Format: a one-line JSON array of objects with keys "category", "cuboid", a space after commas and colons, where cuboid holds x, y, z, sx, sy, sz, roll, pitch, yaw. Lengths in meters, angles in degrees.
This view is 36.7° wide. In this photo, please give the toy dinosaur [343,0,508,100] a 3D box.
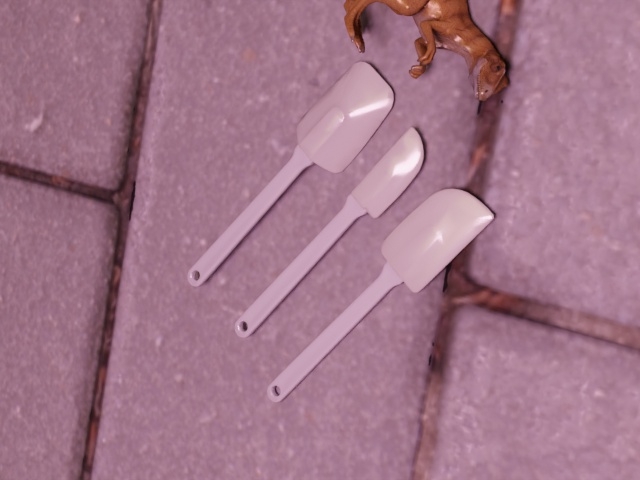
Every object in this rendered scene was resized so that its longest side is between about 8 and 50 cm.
[{"category": "toy dinosaur", "cuboid": [0.066, -0.188, 0.684, 0.112, 0.064, 0.211, -24, 86, 13]}]

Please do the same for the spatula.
[{"category": "spatula", "cuboid": [0.000, 0.000, 0.746, 0.242, 0.019, 0.168, -47, 72, 26]}]
